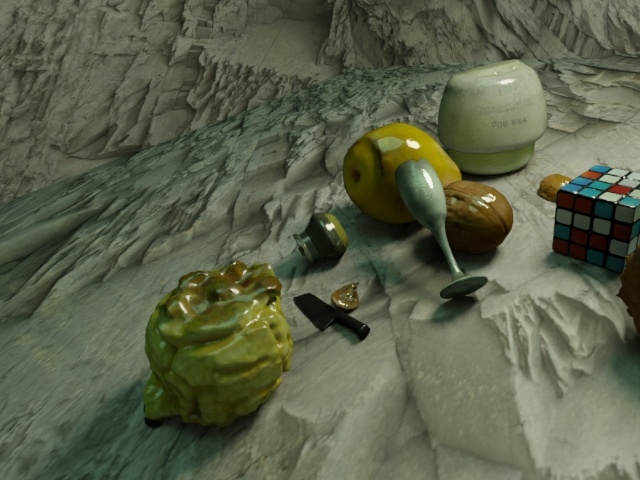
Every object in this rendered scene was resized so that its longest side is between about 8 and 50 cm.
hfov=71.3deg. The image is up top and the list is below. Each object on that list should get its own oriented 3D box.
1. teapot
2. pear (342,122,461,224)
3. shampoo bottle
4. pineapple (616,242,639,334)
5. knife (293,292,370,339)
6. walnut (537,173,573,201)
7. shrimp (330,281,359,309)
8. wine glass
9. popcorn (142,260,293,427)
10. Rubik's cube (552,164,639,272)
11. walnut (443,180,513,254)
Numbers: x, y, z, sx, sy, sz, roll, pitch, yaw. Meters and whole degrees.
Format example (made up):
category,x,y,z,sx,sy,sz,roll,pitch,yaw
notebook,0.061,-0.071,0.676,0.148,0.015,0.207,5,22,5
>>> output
category,x,y,z,sx,sy,sz,roll,pitch,yaw
teapot,0.000,0.000,1.139,0.119,0.130,0.166,-31,-2,-3
pear,0.222,-0.188,1.213,0.284,0.285,0.336,15,33,40
shampoo bottle,0.532,-0.387,1.399,0.322,0.317,0.322,-10,31,6
pineapple,0.654,0.065,0.688,0.357,0.223,0.223,-6,24,-25
knife,0.009,0.157,0.940,0.060,0.028,0.230,-40,36,-21
walnut,0.641,-0.148,1.203,0.091,0.052,0.121,-19,27,-6
shrimp,0.064,0.122,0.972,0.059,0.023,0.108,36,34,23
wine glass,0.164,-0.013,0.950,0.264,0.096,0.310,-15,61,-2
popcorn,-0.173,0.163,0.774,0.292,0.237,0.293,-7,32,4
Rubik's cube,0.603,-0.050,0.934,0.154,0.155,0.151,-28,32,-26
walnut,0.344,-0.055,1.042,0.167,0.167,0.207,-28,34,-26
